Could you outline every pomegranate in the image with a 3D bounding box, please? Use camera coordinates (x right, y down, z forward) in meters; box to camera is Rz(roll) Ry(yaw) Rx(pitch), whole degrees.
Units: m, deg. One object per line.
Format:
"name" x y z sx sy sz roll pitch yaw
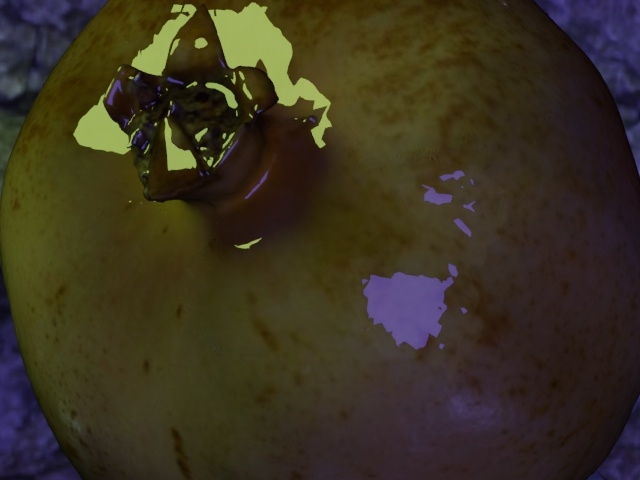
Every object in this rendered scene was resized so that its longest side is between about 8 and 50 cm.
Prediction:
"pomegranate" 0.000 0.000 0.752 0.319 0.319 0.319 0 91 -16

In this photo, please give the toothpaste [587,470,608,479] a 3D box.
"toothpaste" 0.076 0.205 0.925 0.218 0.033 0.052 -43 96 -8
